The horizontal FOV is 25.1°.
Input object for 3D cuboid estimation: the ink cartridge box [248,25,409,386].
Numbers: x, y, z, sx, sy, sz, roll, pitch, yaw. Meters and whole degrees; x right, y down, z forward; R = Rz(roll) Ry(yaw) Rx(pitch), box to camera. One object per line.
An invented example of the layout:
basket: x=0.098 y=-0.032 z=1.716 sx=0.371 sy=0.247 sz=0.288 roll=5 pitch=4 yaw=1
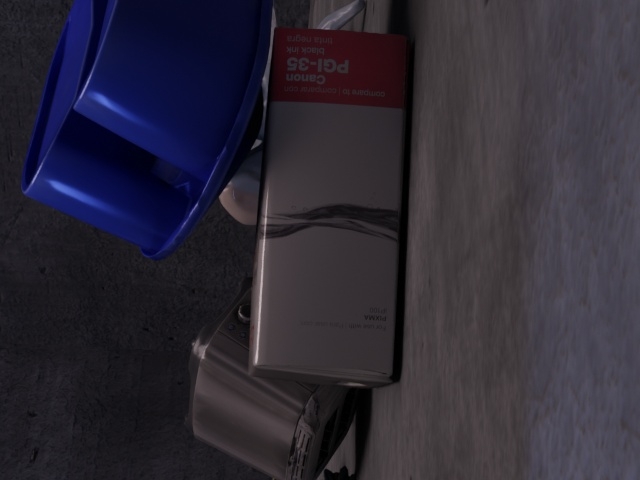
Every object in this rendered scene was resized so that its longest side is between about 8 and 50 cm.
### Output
ink cartridge box: x=0.004 y=-0.019 z=1.237 sx=0.207 sy=0.117 sz=0.283 roll=117 pitch=157 yaw=-81

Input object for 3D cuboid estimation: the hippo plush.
hippo plush: x=-0.078 y=-0.187 z=1.810 sx=0.236 sy=0.234 sz=0.294 roll=-97 pitch=11 yaw=-69

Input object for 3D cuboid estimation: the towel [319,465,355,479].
towel: x=0.001 y=0.443 z=1.537 sx=0.370 sy=0.040 sz=0.271 roll=98 pitch=175 yaw=-55

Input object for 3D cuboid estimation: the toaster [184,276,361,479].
toaster: x=-0.046 y=0.153 z=1.435 sx=0.129 sy=0.146 sz=0.227 roll=-51 pitch=-17 yaw=-36

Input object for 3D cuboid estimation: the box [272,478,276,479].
box: x=-0.038 y=0.378 z=1.608 sx=0.159 sy=0.044 sz=0.233 roll=96 pitch=176 yaw=-60

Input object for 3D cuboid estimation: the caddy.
caddy: x=-0.131 y=-0.144 z=1.264 sx=0.241 sy=0.179 sz=0.341 roll=-50 pitch=26 yaw=40
